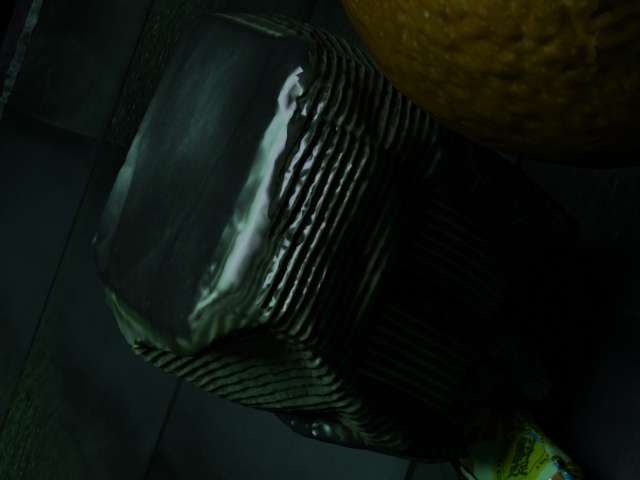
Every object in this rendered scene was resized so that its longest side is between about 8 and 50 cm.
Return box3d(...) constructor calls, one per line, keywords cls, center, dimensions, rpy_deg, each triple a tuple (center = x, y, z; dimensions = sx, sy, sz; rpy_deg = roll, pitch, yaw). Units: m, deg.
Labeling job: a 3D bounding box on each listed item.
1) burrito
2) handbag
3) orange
box3d(cls="burrito", center=(0.118, 0.114, 1.334), dimensions=(0.104, 0.054, 0.288), rpy_deg=(-65, 25, 12))
box3d(cls="handbag", center=(0.000, 0.000, 1.324), dimensions=(0.247, 0.240, 0.341), rpy_deg=(-64, 22, 0))
box3d(cls="orange", center=(0.156, -0.206, 1.164), dimensions=(0.322, 0.322, 0.357), rpy_deg=(-63, 21, 16))
